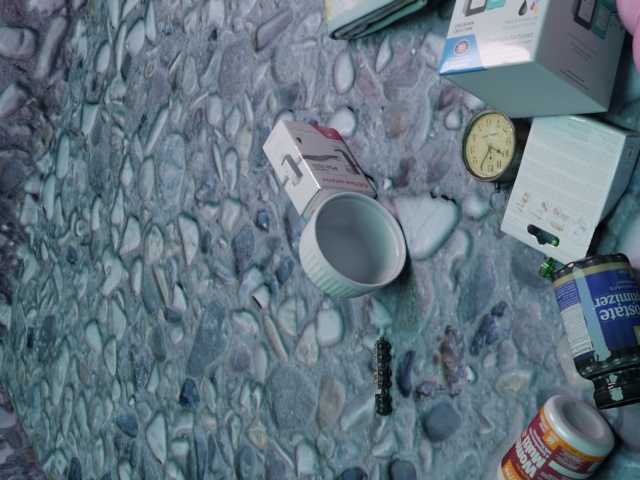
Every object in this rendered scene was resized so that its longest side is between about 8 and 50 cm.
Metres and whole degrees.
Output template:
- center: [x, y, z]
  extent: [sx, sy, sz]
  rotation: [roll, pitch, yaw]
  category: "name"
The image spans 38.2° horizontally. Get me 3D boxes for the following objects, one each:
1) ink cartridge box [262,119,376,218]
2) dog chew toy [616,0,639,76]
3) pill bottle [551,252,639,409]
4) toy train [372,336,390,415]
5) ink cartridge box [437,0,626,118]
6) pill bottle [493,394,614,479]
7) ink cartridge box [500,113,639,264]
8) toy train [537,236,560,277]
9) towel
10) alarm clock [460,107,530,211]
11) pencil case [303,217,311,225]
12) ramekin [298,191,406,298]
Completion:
- center: [-0.004, -0.146, 1.955]
  extent: [0.092, 0.159, 0.217]
  rotation: [-54, 49, 34]
  category: "ink cartridge box"
- center: [0.513, -0.338, 1.294]
  extent: [0.206, 0.207, 0.331]
  rotation: [-47, 44, 39]
  category: "dog chew toy"
- center: [0.436, 0.139, 1.401]
  extent: [0.123, 0.123, 0.219]
  rotation: [-31, 64, 46]
  category: "pill bottle"
- center: [0.123, 0.274, 1.868]
  extent: [0.036, 0.027, 0.158]
  rotation: [-10, 80, 62]
  category: "toy train"
- center: [0.346, -0.357, 1.454]
  extent: [0.198, 0.197, 0.269]
  rotation: [4, 76, 52]
  category: "ink cartridge box"
- center: [0.360, 0.362, 1.480]
  extent: [0.121, 0.121, 0.221]
  rotation: [54, 127, 39]
  category: "pill bottle"
- center: [0.407, -0.093, 1.521]
  extent: [0.189, 0.066, 0.232]
  rotation: [35, 122, 47]
  category: "ink cartridge box"
- center: [0.387, 0.025, 1.552]
  extent: [0.017, 0.024, 0.083]
  rotation: [39, 118, 46]
  category: "toy train"
- center: [0.110, -0.592, 1.849]
  extent: [0.374, 0.090, 0.320]
  rotation: [178, 93, -64]
  category: "towel"
- center: [0.312, -0.146, 1.630]
  extent: [0.129, 0.064, 0.191]
  rotation: [-6, 80, 51]
  category: "alarm clock"
- center: [0.000, 0.000, 2.014]
  extent: [0.070, 0.064, 0.151]
  rotation: [-19, 70, 29]
  category: "pencil case"
- center: [0.055, 0.018, 1.838]
  extent: [0.109, 0.207, 0.207]
  rotation: [-42, 55, 52]
  category: "ramekin"
